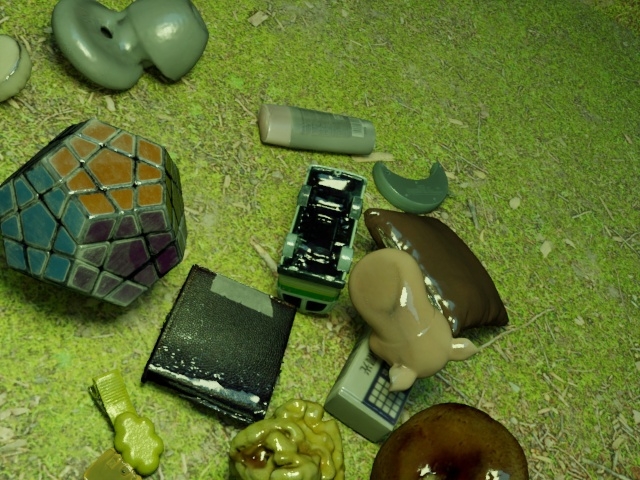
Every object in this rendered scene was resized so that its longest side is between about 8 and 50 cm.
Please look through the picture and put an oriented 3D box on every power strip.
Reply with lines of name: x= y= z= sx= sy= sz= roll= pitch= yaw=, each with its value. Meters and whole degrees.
power strip: x=0.230 y=-0.126 z=1.730 sx=0.216 sy=0.044 sz=0.137 roll=-1 pitch=59 yaw=-27

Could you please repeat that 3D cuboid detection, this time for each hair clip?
hair clip: x=-0.301 y=0.286 z=1.161 sx=0.072 sy=0.046 sz=0.173 roll=-20 pitch=70 yaw=-32

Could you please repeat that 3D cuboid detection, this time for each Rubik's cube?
Rubik's cube: x=-0.365 y=-0.043 z=1.213 sx=0.319 sy=0.319 sz=0.264 roll=48 pitch=25 yaw=10

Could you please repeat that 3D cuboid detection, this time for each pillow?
pillow: x=0.251 y=0.060 z=1.523 sx=0.305 sy=0.108 sz=0.308 roll=4 pitch=47 yaw=-55

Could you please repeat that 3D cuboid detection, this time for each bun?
bun: x=-0.607 y=-0.314 z=1.402 sx=0.138 sy=0.094 sz=0.138 roll=-4 pitch=64 yaw=9

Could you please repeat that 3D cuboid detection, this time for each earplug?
earplug: x=-0.391 y=-0.423 z=1.532 sx=0.325 sy=0.175 sz=0.214 roll=-12 pitch=70 yaw=-33

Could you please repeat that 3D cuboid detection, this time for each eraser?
eraser: x=0.121 y=0.229 z=1.396 sx=0.124 sy=0.081 sz=0.279 roll=35 pitch=49 yaw=-2

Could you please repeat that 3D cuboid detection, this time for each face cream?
face cream: x=-0.008 y=-0.251 z=1.676 sx=0.269 sy=0.073 sz=0.107 roll=4 pitch=50 yaw=-25

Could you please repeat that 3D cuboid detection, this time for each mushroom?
mushroom: x=0.215 y=0.401 z=1.239 sx=0.267 sy=0.254 sz=0.267 roll=-5 pitch=67 yaw=12

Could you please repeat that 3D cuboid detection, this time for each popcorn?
popcorn: x=-0.043 y=0.359 z=1.142 sx=0.200 sy=0.203 sz=0.226 roll=37 pitch=67 yaw=13

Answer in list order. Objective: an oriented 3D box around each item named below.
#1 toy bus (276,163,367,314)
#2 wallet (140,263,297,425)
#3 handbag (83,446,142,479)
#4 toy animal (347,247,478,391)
toy bus: x=0.000 y=0.000 z=1.443 sx=0.133 sy=0.165 sz=0.276 roll=15 pitch=50 yaw=1
wallet: x=-0.170 y=0.180 z=1.299 sx=0.221 sy=0.071 sz=0.262 roll=22 pitch=47 yaw=-6
handbag: x=-0.306 y=0.358 z=1.104 sx=0.083 sy=0.027 sz=0.061 roll=44 pitch=79 yaw=5
toy animal: x=0.147 y=0.129 z=1.318 sx=0.166 sy=0.154 sz=0.250 roll=-31 pitch=73 yaw=6
